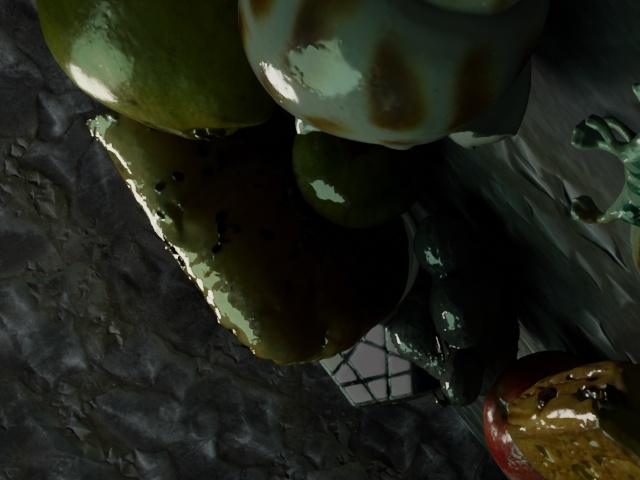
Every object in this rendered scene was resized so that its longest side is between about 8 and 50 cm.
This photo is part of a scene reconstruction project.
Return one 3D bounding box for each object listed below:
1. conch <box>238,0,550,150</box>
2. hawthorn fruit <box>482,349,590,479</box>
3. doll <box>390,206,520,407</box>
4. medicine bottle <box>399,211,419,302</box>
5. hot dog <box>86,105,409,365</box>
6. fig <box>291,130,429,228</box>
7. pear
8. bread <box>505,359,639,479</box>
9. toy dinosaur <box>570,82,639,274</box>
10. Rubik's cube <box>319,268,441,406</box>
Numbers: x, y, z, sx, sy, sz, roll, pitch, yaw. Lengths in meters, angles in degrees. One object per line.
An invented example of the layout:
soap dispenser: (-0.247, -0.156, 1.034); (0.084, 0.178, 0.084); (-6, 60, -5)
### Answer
conch: (0.046, -0.127, 0.425); (0.275, 0.183, 0.149); (-159, 72, -69)
hawthorn fruit: (0.268, 0.209, 0.860); (0.173, 0.173, 0.173); (51, 176, 5)
doll: (0.148, 0.085, 0.929); (0.340, 0.158, 0.246); (35, -136, -63)
medicine bottle: (0.000, 0.000, 1.296); (0.256, 0.256, 0.325); (53, 168, -24)
hot dog: (-0.048, -0.027, 0.950); (0.367, 0.196, 0.365); (-22, -96, -50)
fig: (0.054, -0.073, 0.884); (0.151, 0.151, 0.259); (50, 180, 16)
pear: (-0.144, -0.251, 0.725); (0.269, 0.269, 0.321); (-162, 48, -83)
bread: (0.300, 0.205, 0.683); (0.235, 0.099, 0.210); (43, 159, 3)
toy dinosaur: (0.200, -0.023, 0.439); (0.187, 0.044, 0.106); (54, 160, -24)
Rubik's cube: (0.124, 0.184, 1.491); (0.264, 0.319, 0.319); (10, 147, 42)
